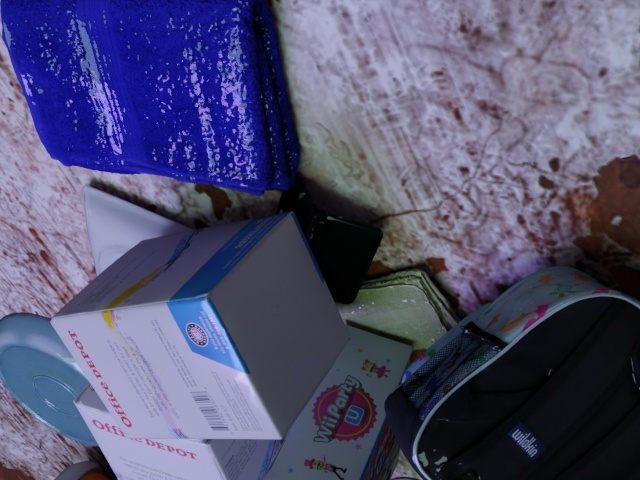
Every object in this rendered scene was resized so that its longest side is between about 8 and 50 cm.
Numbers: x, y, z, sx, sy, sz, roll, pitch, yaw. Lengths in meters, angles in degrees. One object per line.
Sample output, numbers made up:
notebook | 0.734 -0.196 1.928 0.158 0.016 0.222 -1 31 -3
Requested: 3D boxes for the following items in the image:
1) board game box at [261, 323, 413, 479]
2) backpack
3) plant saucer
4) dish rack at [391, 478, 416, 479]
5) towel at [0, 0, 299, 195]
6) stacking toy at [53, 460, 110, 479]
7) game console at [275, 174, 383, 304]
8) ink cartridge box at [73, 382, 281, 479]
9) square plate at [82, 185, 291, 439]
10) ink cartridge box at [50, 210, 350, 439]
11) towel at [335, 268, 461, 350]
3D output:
board game box | 0.023 0.284 0.930 0.097 0.224 0.303 17 141 16
backpack | 0.216 0.155 0.738 0.253 0.191 0.225 -43 104 5
plant saucer | -0.445 0.257 1.325 0.317 0.044 0.318 16 134 17
dish rack | 0.131 0.511 1.201 0.285 0.072 0.333 43 134 -9
towel | -0.182 -0.153 0.791 0.308 0.076 0.228 8 132 24
stacking toy | -0.327 0.650 1.388 0.479 0.351 0.351 23 135 6
game console | 0.000 0.000 0.848 0.107 0.071 0.122 59 144 36
ink cartridge box | -0.172 0.306 1.070 0.226 0.131 0.306 9 130 27
square plate | -0.172 0.121 1.034 0.347 0.049 0.344 23 138 14
ink cartridge box | -0.125 0.094 0.821 0.232 0.168 0.171 -9 116 34
towel | 0.084 0.085 0.883 0.148 0.027 0.110 -17 118 38
